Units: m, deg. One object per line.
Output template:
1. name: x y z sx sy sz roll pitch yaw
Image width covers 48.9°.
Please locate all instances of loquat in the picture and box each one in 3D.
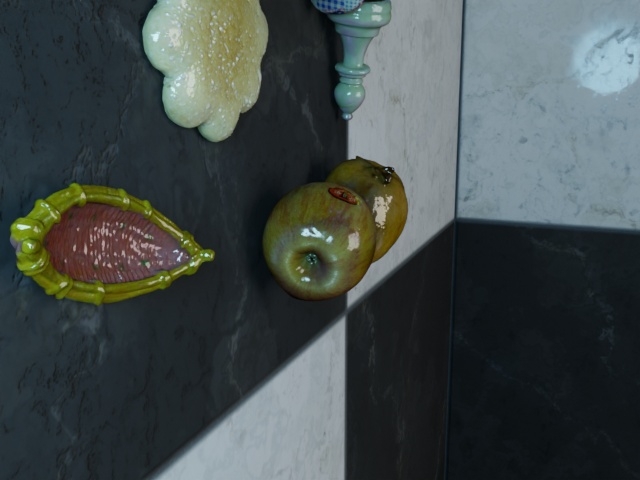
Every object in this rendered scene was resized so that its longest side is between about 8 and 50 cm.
1. loquat: 0.083 -0.060 1.514 0.238 0.193 0.238 -43 150 -32

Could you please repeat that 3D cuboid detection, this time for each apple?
1. apple: 0.000 0.000 1.284 0.188 0.211 0.211 -76 160 -55

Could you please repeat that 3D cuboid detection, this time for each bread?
1. bread: -0.155 -0.304 1.045 0.316 0.054 0.316 7 90 -69

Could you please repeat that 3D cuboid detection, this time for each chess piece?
1. chess piece: 0.070 -0.393 1.531 0.139 0.139 0.272 -50 152 -56

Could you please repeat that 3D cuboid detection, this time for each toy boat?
1. toy boat: -0.249 0.006 0.819 0.318 0.099 0.141 8 84 -66

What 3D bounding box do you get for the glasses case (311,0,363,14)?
1. glasses case: 0.038 -0.608 1.364 0.076 0.125 0.327 -9 103 -59
